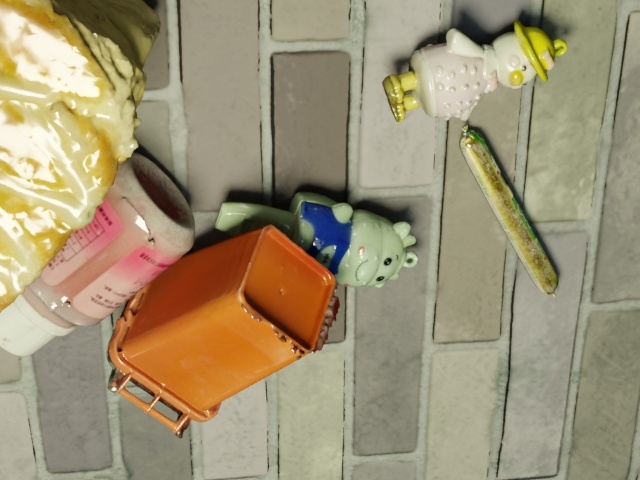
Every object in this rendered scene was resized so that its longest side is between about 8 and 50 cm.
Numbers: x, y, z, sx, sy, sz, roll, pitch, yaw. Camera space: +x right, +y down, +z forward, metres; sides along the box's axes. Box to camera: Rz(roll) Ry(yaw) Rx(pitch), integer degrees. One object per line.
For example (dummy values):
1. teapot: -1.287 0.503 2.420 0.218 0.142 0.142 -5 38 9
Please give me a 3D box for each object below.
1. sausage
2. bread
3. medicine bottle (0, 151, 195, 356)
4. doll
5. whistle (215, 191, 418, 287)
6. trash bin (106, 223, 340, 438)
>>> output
1. sausage: 0.226 -0.030 1.476 0.033 0.033 0.269 -28 119 9
2. bread: -0.394 -0.152 1.188 0.390 0.279 0.371 37 107 -22
3. medicine bottle: -0.266 0.019 1.375 0.247 0.147 0.147 -37 117 14
4. doll: 0.170 -0.185 1.355 0.207 0.081 0.129 -17 139 0
5. whistle: 0.000 0.000 1.428 0.244 0.092 0.110 13 127 -16
6. trash bin: -0.111 0.097 1.371 0.161 0.184 0.238 39 140 -25
